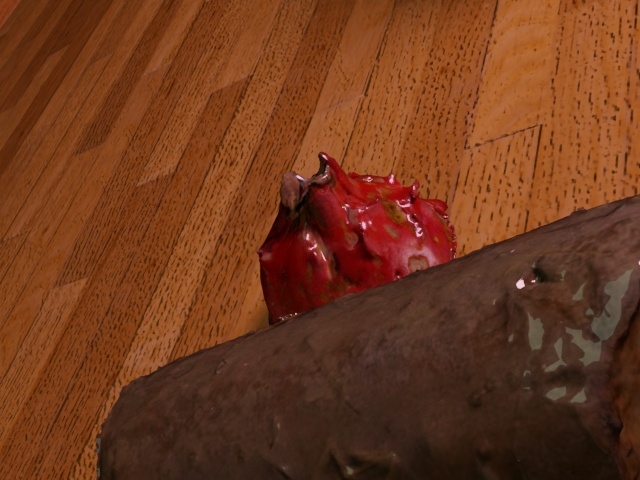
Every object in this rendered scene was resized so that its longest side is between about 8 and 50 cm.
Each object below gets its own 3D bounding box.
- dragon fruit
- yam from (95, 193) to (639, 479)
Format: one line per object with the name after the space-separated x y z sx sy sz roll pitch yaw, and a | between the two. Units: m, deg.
0.000 0.000 0.649 0.153 0.111 0.153 -31 30 20 | dragon fruit
0.056 0.088 0.429 0.304 0.168 0.168 -21 38 33 | yam
